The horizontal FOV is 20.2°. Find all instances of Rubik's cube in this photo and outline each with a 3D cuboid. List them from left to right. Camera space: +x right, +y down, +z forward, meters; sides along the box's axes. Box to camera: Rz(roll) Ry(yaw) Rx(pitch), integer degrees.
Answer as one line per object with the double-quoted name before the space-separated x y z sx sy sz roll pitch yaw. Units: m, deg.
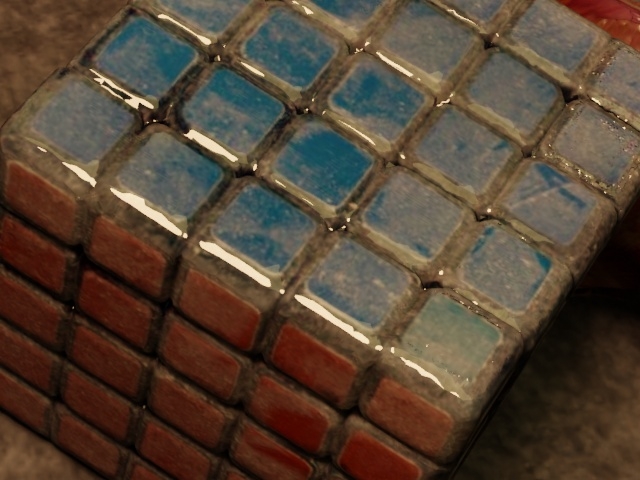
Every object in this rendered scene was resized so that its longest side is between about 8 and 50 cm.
"Rubik's cube" 0.000 0.000 0.857 0.237 0.238 0.237 34 56 7

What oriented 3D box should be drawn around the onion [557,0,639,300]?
"onion" 0.184 -0.032 0.990 0.230 0.230 0.163 37 96 12
